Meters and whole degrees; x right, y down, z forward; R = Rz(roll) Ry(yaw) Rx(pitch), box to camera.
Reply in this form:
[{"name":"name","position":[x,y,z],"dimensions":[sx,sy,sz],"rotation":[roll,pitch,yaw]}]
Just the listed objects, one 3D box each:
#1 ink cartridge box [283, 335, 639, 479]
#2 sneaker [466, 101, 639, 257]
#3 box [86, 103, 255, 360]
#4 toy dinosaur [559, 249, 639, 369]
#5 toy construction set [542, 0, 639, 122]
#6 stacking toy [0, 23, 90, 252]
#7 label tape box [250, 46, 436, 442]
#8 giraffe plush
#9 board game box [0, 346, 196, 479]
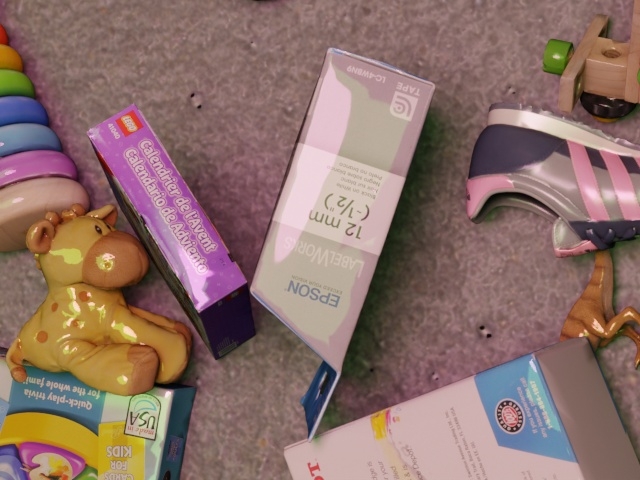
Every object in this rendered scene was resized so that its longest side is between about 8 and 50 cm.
[{"name":"ink cartridge box","position":[0.145,0.234,1.433],"dimensions":[0.270,0.197,0.198],"rotation":[-23,82,23]},{"name":"sneaker","position":[0.294,-0.028,1.472],"dimensions":[0.319,0.112,0.131],"rotation":[20,82,21]},{"name":"box","position":[-0.141,0.001,1.493],"dimensions":[0.057,0.293,0.201],"rotation":[-32,80,-8]},{"name":"toy dinosaur","position":[0.275,0.075,1.500],"dimensions":[0.112,0.064,0.212],"rotation":[21,92,16]},{"name":"toy construction set","position":[0.338,-0.234,1.439],"dimensions":[0.237,0.257,0.309],"rotation":[13,70,27]},{"name":"stacking toy","position":[-0.367,-0.159,1.655],"dimensions":[0.141,0.141,0.330],"rotation":[-24,74,12]},{"name":"label tape box","position":[0.000,0.000,1.470],"dimensions":[0.115,0.249,0.348],"rotation":[20,92,-1]},{"name":"giraffe plush","position":[-0.235,0.052,1.558],"dimensions":[0.210,0.181,0.171],"rotation":[5,101,-1]},{"name":"board game box","position":[-0.292,0.300,1.626],"dimensions":[0.253,0.079,0.336],"rotation":[10,89,15]}]
